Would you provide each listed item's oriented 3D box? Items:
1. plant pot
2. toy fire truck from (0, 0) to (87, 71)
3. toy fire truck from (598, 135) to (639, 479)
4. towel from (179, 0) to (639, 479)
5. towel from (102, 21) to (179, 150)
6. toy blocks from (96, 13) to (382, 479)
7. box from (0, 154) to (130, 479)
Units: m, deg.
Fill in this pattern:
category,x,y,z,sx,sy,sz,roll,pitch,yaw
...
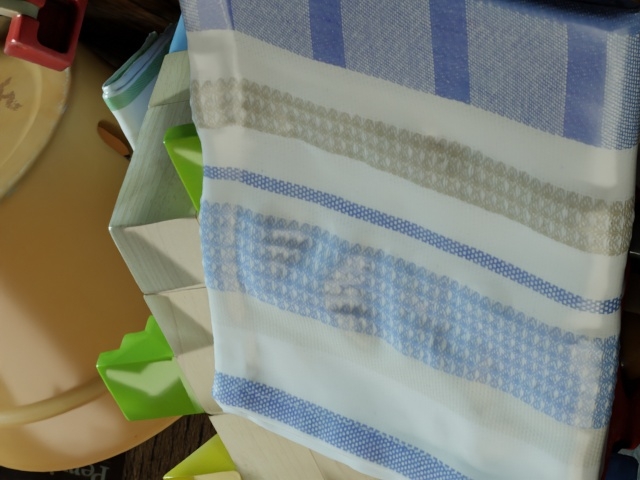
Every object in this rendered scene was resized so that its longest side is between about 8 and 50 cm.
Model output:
category,x,y,z,sx,sy,sz,roll,pitch,yaw
plant pot,-0.202,-0.016,1.084,0.291,0.291,0.203,5,148,34
toy fire truck,-0.257,-0.151,0.981,0.192,0.047,0.135,17,169,-28
toy fire truck,0.151,0.023,0.890,0.169,0.254,0.302,8,170,23
towel,0.030,0.001,0.670,0.209,0.034,0.285,21,133,25
towel,-0.086,-0.049,0.985,0.023,0.152,0.113,-12,-156,23
toy blocks,0.000,0.000,0.938,0.190,0.261,0.381,-8,132,18
box,-0.246,0.075,1.311,0.191,0.381,0.143,12,139,-10
